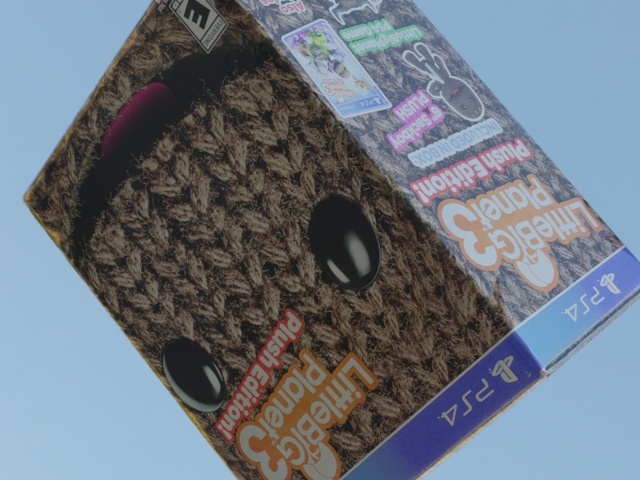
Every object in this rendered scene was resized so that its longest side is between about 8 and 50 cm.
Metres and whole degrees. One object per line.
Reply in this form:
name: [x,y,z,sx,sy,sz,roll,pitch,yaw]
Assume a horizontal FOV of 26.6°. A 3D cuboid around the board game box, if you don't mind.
board game box: [0.000,0.000,0.798,0.291,0.141,0.232,50,-50,10]
